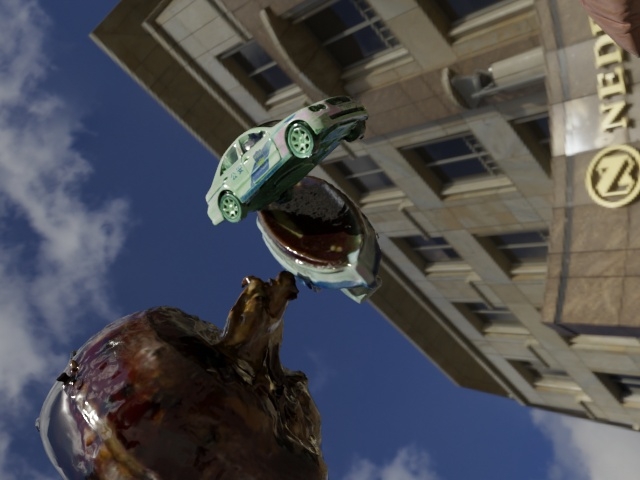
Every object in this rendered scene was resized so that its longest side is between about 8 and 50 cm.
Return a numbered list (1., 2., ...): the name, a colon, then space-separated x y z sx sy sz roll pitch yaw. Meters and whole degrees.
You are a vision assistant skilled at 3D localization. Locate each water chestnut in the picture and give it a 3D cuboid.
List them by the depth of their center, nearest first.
1. water chestnut: -0.122 0.188 0.779 0.347 0.335 0.335 -48 -65 -6

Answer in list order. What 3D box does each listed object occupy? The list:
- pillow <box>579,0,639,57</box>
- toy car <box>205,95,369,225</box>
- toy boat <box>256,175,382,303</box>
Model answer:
1. pillow: 0.244 -0.318 0.657 0.236 0.084 0.223 46 -154 -43
2. toy car: -0.045 -0.091 0.754 0.090 0.224 0.076 -24 -100 -46
3. toy boat: 0.000 0.000 0.861 0.114 0.262 0.115 -41 -44 -7
